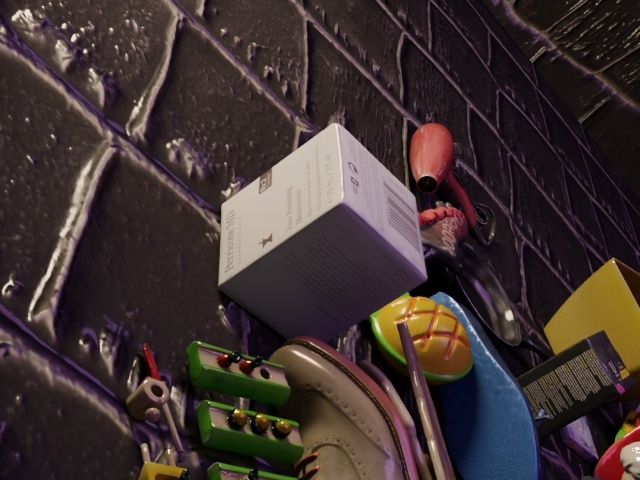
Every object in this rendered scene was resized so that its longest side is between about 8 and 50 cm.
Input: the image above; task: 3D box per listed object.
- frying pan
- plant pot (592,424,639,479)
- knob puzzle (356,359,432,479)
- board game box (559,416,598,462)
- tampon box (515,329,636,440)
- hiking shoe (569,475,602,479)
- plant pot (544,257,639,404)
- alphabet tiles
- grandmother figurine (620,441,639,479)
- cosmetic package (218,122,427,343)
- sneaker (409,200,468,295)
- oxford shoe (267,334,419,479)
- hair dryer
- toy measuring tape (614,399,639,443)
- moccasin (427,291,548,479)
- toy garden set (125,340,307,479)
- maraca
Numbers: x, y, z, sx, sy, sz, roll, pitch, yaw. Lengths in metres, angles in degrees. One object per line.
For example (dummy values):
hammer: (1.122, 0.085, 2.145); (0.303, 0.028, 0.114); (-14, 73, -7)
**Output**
frying pan: (0.297, 0.115, 1.862); (0.326, 0.053, 0.197); (34, 31, -43)
plant pot: (0.606, 0.441, 1.792); (0.243, 0.275, 0.275); (58, 22, -15)
knob puzzle: (0.084, 0.215, 1.202); (0.213, 0.030, 0.213); (164, -90, -77)
board game box: (0.422, 0.314, 1.878); (0.090, 0.020, 0.090); (39, 28, -34)
tampon box: (0.386, 0.225, 1.748); (0.101, 0.161, 0.120); (61, 24, 12)
hiking shoe: (0.376, 0.408, 1.549); (0.304, 0.113, 0.132); (23, 42, -47)
plant pot: (0.539, 0.188, 2.056); (0.212, 0.187, 0.212); (22, 40, -50)
alphabet tiles: (0.142, 0.263, 1.253); (0.342, 0.011, 0.285); (-102, 172, -50)
grandmother figurine: (0.429, 0.428, 1.479); (0.208, 0.104, 0.342); (66, 29, -59)
cosmetic package: (0.000, 0.000, 1.280); (0.151, 0.184, 0.151); (41, 27, -31)
sneaker: (0.160, 0.017, 1.674); (0.135, 0.097, 0.276); (60, 26, 12)
oxford shoe: (0.020, 0.238, 1.095); (0.130, 0.123, 0.348); (-7, 50, -37)
hair dryer: (0.240, -0.109, 2.013); (0.293, 0.080, 0.223); (7, 53, -60)
toy measuring tape: (0.608, 0.357, 2.048); (0.121, 0.121, 0.330); (58, 23, 7)
moccasin: (0.228, 0.214, 1.495); (0.117, 0.138, 0.342); (43, 25, -46)
toy garden set: (-0.086, 0.182, 1.004); (0.204, 0.049, 0.244); (20, 38, -36)
maraca: (0.119, 0.117, 1.467); (0.127, 0.099, 0.186); (-15, 49, -46)
